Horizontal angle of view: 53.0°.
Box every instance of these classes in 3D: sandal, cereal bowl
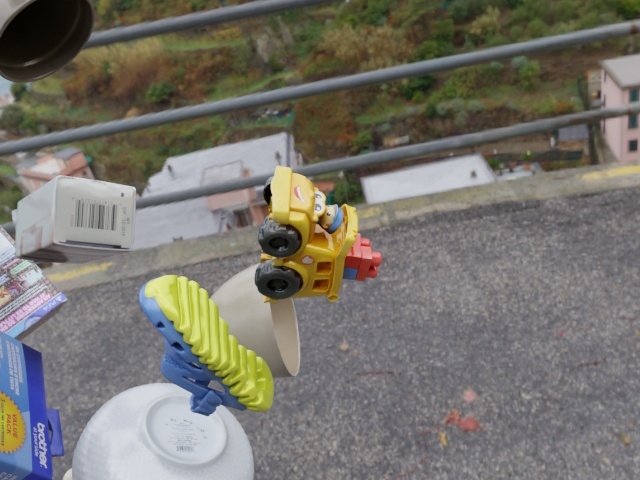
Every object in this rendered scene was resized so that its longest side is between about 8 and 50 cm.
[{"bbox_3d":[-0.199,0.186,1.022,0.138,0.317,0.126,-21,35,13],"label":"sandal"},{"bbox_3d":[-0.273,0.393,1.203,0.339,0.141,0.339,23,27,-12],"label":"cereal bowl"}]

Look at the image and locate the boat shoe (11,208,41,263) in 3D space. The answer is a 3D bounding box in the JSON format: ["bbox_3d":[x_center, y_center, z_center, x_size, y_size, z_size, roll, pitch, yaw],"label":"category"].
[{"bbox_3d":[-0.686,-0.002,1.583,0.118,0.103,0.320,-8,20,-38],"label":"boat shoe"}]

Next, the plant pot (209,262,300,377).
[{"bbox_3d":[-0.175,0.202,1.543,0.191,0.284,0.284,-12,31,7],"label":"plant pot"}]

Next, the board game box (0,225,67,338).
[{"bbox_3d":[-0.901,0.144,1.771,0.232,0.291,0.141,-44,6,-41],"label":"board game box"}]

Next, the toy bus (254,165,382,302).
[{"bbox_3d":[0.000,0.000,1.073,0.212,0.220,0.149,6,44,-2],"label":"toy bus"}]

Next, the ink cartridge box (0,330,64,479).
[{"bbox_3d":[-0.572,0.257,0.995,0.151,0.395,0.270,-31,50,3],"label":"ink cartridge box"}]

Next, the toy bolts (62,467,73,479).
[{"bbox_3d":[-0.601,0.545,1.321,0.218,0.158,0.228,7,-9,14],"label":"toy bolts"}]

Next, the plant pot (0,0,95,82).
[{"bbox_3d":[-0.842,-0.650,1.769,0.323,0.280,0.323,-43,-5,-5],"label":"plant pot"}]

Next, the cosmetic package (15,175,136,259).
[{"bbox_3d":[-0.492,-0.031,1.271,0.153,0.129,0.296,6,-9,-35],"label":"cosmetic package"}]
